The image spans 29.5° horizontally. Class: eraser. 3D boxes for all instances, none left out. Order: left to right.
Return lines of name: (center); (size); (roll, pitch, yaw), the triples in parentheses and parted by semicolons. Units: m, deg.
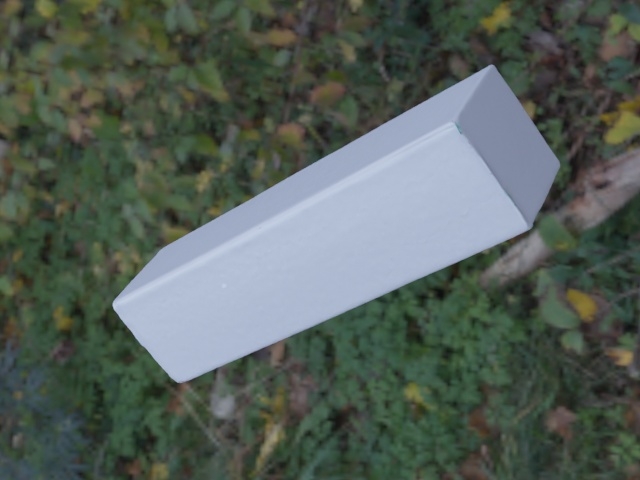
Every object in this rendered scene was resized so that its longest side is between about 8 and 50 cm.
eraser: (0.000, -0.001, 0.758); (0.298, 0.076, 0.078); (-26, 18, 37)
